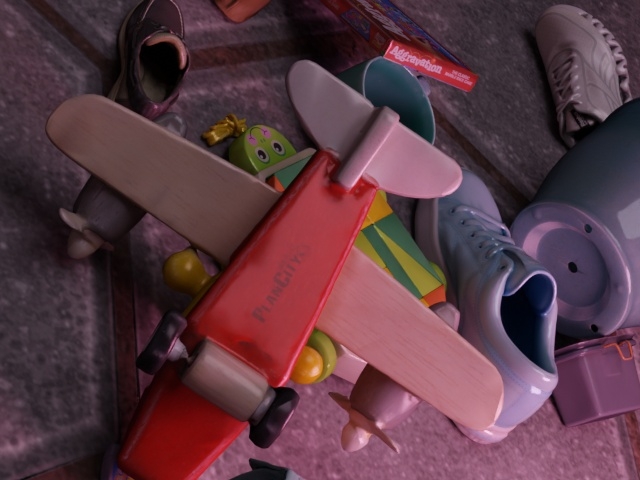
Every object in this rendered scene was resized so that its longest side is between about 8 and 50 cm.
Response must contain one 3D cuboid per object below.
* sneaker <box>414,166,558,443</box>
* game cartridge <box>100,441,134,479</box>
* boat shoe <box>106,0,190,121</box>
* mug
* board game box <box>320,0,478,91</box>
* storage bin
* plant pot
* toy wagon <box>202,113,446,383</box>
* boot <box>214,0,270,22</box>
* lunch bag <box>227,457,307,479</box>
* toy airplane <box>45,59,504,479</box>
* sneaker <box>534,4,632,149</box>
[{"bbox_3d":[0.211,0.048,2.088,0.135,0.150,0.366,23,45,-37],"label":"sneaker"},{"bbox_3d":[-0.170,0.221,1.628,0.056,0.017,0.083,20,46,-32],"label":"game cartridge"},{"bbox_3d":[-0.170,-0.189,1.928,0.080,0.073,0.223,36,39,-23],"label":"boat shoe"},{"bbox_3d":[0.063,-0.135,2.115,0.158,0.097,0.129,12,62,-49],"label":"mug"},{"bbox_3d":[0.061,-0.271,2.191,0.145,0.027,0.281,15,22,-40],"label":"board game box"},{"bbox_3d":[0.332,0.167,2.181,0.135,0.098,0.091,-5,75,-50],"label":"storage bin"},{"bbox_3d":[0.372,-0.012,2.244,0.255,0.271,0.271,-29,83,-40],"label":"plant pot"},{"bbox_3d":[0.000,0.000,1.963,0.344,0.068,0.267,56,35,4],"label":"toy wagon"},{"bbox_3d":[0.007,-0.390,2.131,0.089,0.269,0.236,48,34,-3],"label":"boot"},{"bbox_3d":[-0.026,0.304,1.506,0.223,0.262,0.160,42,37,-14],"label":"lunch bag"},{"bbox_3d":[-0.046,0.029,1.713,0.384,0.272,0.386,-11,77,-21],"label":"toy airplane"},{"bbox_3d":[0.367,-0.199,2.524,0.118,0.110,0.292,-8,66,-41],"label":"sneaker"}]
